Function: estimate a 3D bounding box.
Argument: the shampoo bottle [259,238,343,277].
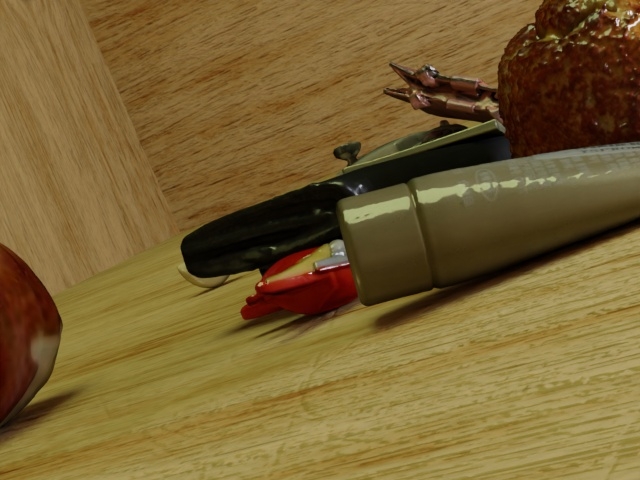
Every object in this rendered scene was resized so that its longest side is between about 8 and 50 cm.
[{"bbox_3d":[0.000,0.000,1.437,0.087,0.049,0.234,-19,6,22],"label":"shampoo bottle"}]

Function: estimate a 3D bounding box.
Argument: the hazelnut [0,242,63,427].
[{"bbox_3d":[-0.389,0.090,1.181,0.261,0.241,0.261,-21,-1,0],"label":"hazelnut"}]

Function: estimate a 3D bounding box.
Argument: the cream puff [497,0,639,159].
[{"bbox_3d":[0.249,-0.155,1.066,0.240,0.164,0.240,-42,10,9],"label":"cream puff"}]

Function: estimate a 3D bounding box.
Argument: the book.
[{"bbox_3d":[0.120,-0.097,1.338,0.168,0.013,0.192,-17,-2,13],"label":"book"}]

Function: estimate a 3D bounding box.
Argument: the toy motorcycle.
[{"bbox_3d":[0.115,-0.085,1.600,0.171,0.110,0.260,-5,-17,-46],"label":"toy motorcycle"}]

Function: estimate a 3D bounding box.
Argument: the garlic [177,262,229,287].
[{"bbox_3d":[-0.150,0.037,1.680,0.083,0.053,0.041,-31,6,9],"label":"garlic"}]

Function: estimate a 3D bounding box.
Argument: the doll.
[{"bbox_3d":[0.016,0.030,1.061,0.169,0.057,0.109,-13,-12,-14],"label":"doll"}]

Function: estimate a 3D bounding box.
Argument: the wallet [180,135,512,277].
[{"bbox_3d":[0.068,-0.043,1.259,0.228,0.062,0.406,-19,-2,40],"label":"wallet"}]

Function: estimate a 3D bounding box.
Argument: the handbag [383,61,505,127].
[{"bbox_3d":[0.198,-0.164,1.477,0.213,0.059,0.157,17,6,29],"label":"handbag"}]

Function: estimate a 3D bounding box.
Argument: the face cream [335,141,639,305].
[{"bbox_3d":[0.184,-0.033,0.898,0.341,0.084,0.137,-15,7,1],"label":"face cream"}]
